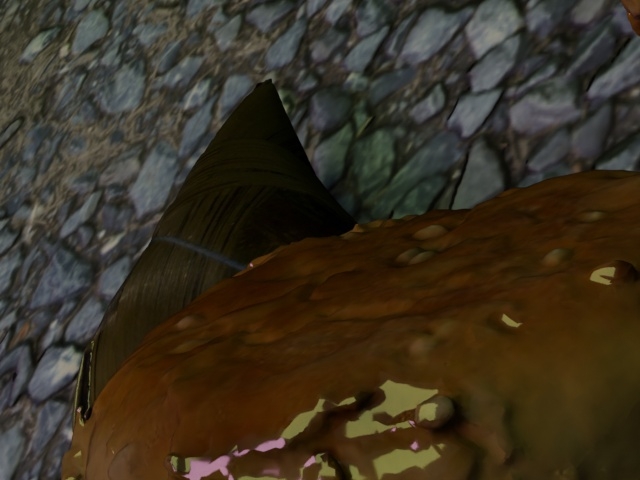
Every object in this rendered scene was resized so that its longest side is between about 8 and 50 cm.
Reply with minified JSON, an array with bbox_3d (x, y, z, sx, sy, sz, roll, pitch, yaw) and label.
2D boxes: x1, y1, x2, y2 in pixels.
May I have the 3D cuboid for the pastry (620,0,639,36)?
[{"bbox_3d":[0.194,-0.188,1.014,0.102,0.250,0.154,0,59,29],"label":"pastry"}]

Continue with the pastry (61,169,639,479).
[{"bbox_3d":[0.055,0.095,0.859,0.316,0.184,0.284,-15,15,23],"label":"pastry"}]

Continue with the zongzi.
[{"bbox_3d":[0.000,0.000,1.169,0.286,0.138,0.300,-12,48,44],"label":"zongzi"}]
